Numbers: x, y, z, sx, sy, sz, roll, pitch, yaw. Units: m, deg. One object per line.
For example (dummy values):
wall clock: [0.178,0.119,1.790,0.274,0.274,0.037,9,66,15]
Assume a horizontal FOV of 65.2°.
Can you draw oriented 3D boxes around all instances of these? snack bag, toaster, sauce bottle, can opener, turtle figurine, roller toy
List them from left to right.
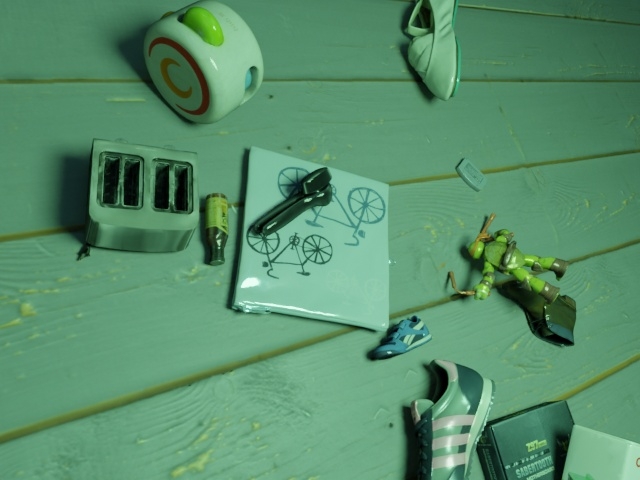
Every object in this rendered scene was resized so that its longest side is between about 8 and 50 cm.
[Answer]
toaster: [-0.290,-0.066,0.808,0.168,0.110,0.186,5,67,-25]
roller toy: [-0.209,-0.326,0.915,0.146,0.209,0.191,-47,129,-33]
sauce bottle: [-0.183,-0.020,0.885,0.042,0.042,0.128,4,69,-26]
can opener: [-0.049,-0.066,0.927,0.186,0.059,0.073,-38,115,-24]
snack bag: [0.000,0.000,0.973,0.322,0.037,0.343,12,63,-22]
turtle figurine: [0.417,0.038,1.091,0.217,0.087,0.269,23,49,19]

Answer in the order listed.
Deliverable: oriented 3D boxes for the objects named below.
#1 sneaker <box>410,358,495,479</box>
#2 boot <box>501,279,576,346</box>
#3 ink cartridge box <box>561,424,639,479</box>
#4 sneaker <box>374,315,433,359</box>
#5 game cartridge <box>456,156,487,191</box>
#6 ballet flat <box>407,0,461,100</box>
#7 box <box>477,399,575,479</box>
sneaker: [0.203,0.361,0.896,0.131,0.112,0.319,29,54,6]
boot: [0.504,0.163,1.135,0.219,0.082,0.106,20,58,-21]
ink cartridge box: [0.546,0.507,0.925,0.201,0.117,0.278,22,80,-27]
sneaker: [0.152,0.188,0.962,0.144,0.053,0.059,-14,76,-40]
game cartridge: [0.377,-0.163,1.249,0.083,0.017,0.056,45,53,-3]
ballet flat: [0.288,-0.518,1.304,0.139,0.139,0.401,20,57,-18]
box: [0.425,0.434,0.991,0.232,0.059,0.184,-3,70,-29]
